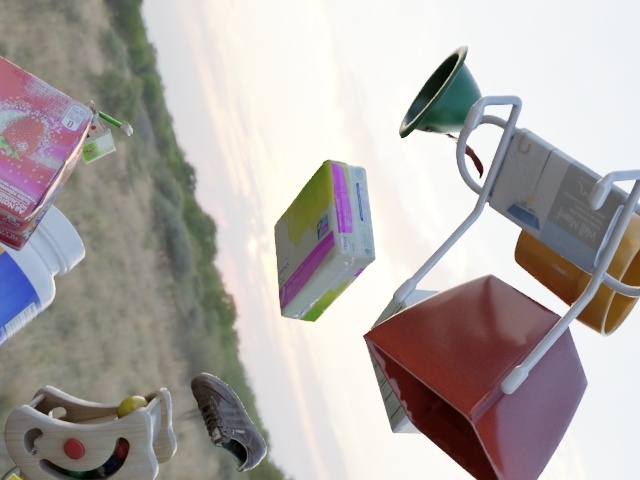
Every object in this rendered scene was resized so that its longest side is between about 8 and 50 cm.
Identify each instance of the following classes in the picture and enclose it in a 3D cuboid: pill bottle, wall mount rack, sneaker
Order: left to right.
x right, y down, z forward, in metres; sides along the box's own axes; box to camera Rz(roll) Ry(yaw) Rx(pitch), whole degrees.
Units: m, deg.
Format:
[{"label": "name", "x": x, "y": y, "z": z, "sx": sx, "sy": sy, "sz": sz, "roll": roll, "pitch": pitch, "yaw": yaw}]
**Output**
[{"label": "pill bottle", "x": -0.443, "y": 0.063, "z": 1.225, "sx": 0.152, "sy": 0.272, "sz": 0.152, "roll": 33, "pitch": -31, "yaw": 22}, {"label": "sneaker", "x": -0.167, "y": 0.315, "z": 1.646, "sx": 0.188, "sy": 0.066, "sz": 0.071, "roll": 50, "pitch": 32, "yaw": 1}, {"label": "wall mount rack", "x": 0.245, "y": -0.002, "z": 1.188, "sx": 0.350, "sy": 0.130, "sz": 0.304, "roll": 41, "pitch": -54, "yaw": 37}]

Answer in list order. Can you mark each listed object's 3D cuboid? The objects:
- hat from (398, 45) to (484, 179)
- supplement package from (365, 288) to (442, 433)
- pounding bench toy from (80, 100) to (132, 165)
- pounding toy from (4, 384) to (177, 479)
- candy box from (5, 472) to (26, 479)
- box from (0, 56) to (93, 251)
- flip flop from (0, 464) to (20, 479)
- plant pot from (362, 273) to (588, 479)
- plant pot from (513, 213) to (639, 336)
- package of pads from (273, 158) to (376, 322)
[{"label": "hat", "x": 0.241, "y": -0.183, "z": 1.482, "sx": 0.183, "sy": 0.173, "sz": 0.208, "roll": 35, "pitch": 19, "yaw": -9}, {"label": "supplement package", "x": 0.252, "y": 0.273, "z": 2.137, "sx": 0.198, "sy": 0.199, "sz": 0.263, "roll": -59, "pitch": -146, "yaw": 40}, {"label": "pounding bench toy", "x": -0.310, "y": -0.158, "z": 1.312, "sx": 0.065, "sy": 0.083, "sz": 0.052, "roll": 57, "pitch": -14, "yaw": 20}, {"label": "pounding toy", "x": -0.313, "y": 0.255, "z": 1.286, "sx": 0.154, "sy": 0.269, "sz": 0.155, "roll": 66, "pitch": 19, "yaw": -9}, {"label": "candy box", "x": -0.283, "y": 0.350, "z": 1.102, "sx": 0.206, "sy": 0.027, "sz": 0.105, "roll": 41, "pitch": -18, "yaw": 4}, {"label": "box", "x": -0.348, "y": -0.113, "z": 0.847, "sx": 0.123, "sy": 0.257, "sz": 0.128, "roll": -63, "pitch": -169, "yaw": -21}, {"label": "flip flop", "x": -0.455, "y": 0.410, "z": 1.737, "sx": 0.080, "sy": 0.277, "sz": 0.112, "roll": 4, "pitch": -66, "yaw": 48}, {"label": "plant pot", "x": 0.272, "y": 0.216, "z": 1.527, "sx": 0.267, "sy": 0.235, "sz": 0.267, "roll": 36, "pitch": -20, "yaw": 48}, {"label": "plant pot", "x": 0.429, "y": 0.024, "z": 1.552, "sx": 0.188, "sy": 0.205, "sz": 0.205, "roll": 29, "pitch": -32, "yaw": 28}, {"label": "package of pads", "x": 0.000, "y": 0.000, "z": 1.907, "sx": 0.296, "sy": 0.101, "sz": 0.229, "roll": 131, "pitch": -39, "yaw": -50}]
